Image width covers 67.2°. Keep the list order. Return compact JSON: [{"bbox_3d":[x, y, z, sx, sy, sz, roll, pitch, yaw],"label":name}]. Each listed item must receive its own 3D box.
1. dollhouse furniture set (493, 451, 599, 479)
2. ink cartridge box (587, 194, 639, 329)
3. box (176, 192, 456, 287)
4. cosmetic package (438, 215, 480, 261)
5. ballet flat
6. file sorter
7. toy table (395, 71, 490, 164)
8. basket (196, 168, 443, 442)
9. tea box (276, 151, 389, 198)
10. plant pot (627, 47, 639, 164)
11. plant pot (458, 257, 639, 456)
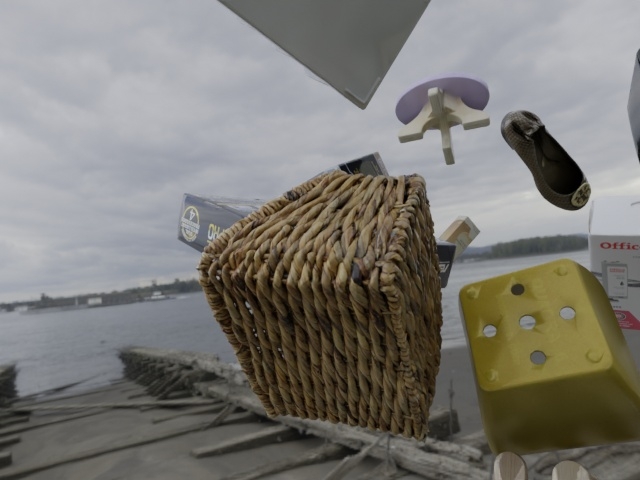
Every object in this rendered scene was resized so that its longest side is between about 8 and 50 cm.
[{"bbox_3d":[0.364,0.292,0.580,0.212,0.161,0.242,26,-27,-32],"label":"dollhouse furniture set"},{"bbox_3d":[0.669,0.053,0.986,0.207,0.283,0.117,1,43,34],"label":"ink cartridge box"},{"bbox_3d":[0.000,0.000,0.854,0.394,0.097,0.318,1,13,-44],"label":"box"},{"bbox_3d":[0.340,-0.003,1.212,0.115,0.060,0.041,-48,16,-8],"label":"cosmetic package"},{"bbox_3d":[0.411,-0.137,0.853,0.250,0.084,0.058,41,-6,-23],"label":"ballet flat"},{"bbox_3d":[-0.029,-0.327,0.575,0.277,0.193,0.173,23,14,-42],"label":"file sorter"},{"bbox_3d":[0.351,-0.362,1.401,0.274,0.161,0.252,-17,-48,31],"label":"toy table"},{"bbox_3d":[0.025,0.069,0.597,0.222,0.299,0.214,1,40,23],"label":"basket"},{"bbox_3d":[0.094,-0.063,1.504,0.219,0.329,0.323,-24,2,42],"label":"tea box"},{"bbox_3d":[0.467,-0.157,0.559,0.188,0.167,0.187,-23,-31,16],"label":"plant pot"},{"bbox_3d":[0.288,0.143,0.634,0.212,0.212,0.187,-19,-40,23],"label":"plant pot"}]
